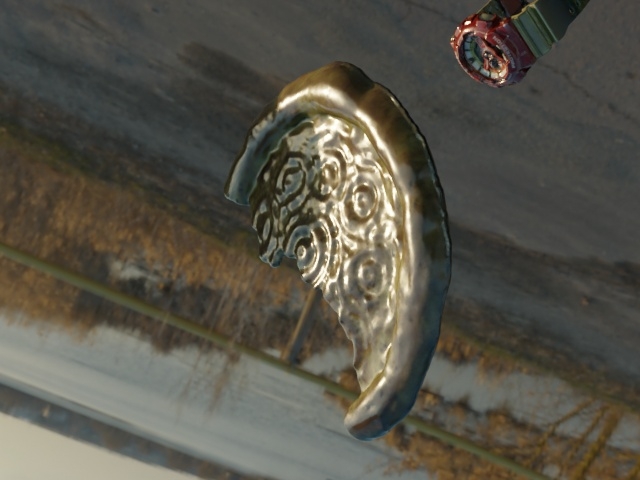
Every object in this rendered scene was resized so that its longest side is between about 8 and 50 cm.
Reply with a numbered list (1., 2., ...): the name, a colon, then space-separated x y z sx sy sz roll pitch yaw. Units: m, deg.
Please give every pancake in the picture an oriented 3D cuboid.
1. pancake: 0.000 0.000 0.475 0.020 0.184 0.190 -2 -169 -35

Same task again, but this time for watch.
1. watch: 0.276 -0.308 1.171 0.164 0.268 0.102 -12 123 51
